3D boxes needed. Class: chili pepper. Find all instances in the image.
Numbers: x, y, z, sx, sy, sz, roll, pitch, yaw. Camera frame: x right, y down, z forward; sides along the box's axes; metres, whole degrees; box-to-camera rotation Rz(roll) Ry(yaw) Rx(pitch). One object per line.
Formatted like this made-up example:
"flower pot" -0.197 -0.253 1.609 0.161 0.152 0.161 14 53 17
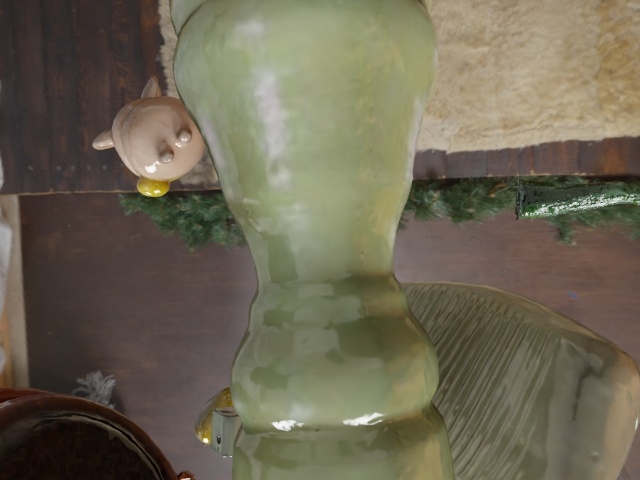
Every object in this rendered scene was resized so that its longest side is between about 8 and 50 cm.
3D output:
"chili pepper" 0.484 -0.078 0.920 0.227 0.059 0.088 1 69 19

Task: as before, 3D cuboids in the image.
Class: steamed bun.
"steamed bun" 0.226 0.193 0.642 0.236 0.384 0.246 25 82 -25

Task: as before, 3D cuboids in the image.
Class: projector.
"projector" -0.183 0.402 1.053 0.083 0.083 0.082 -5 80 54

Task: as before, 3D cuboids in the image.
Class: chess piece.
"chess piece" 0.000 0.000 0.405 0.234 0.234 0.441 -5 84 11

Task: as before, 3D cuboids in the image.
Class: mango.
"mango" -0.258 0.436 1.247 0.076 0.103 0.161 33 98 -13

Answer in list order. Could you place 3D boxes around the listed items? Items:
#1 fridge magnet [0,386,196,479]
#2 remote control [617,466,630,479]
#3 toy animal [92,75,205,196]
"fridge magnet" -0.269 0.299 0.485 0.155 0.363 0.363 -42 85 16
"remote control" 0.643 0.559 1.096 0.103 0.034 0.250 -2 55 -11
"toy animal" -0.272 -0.169 0.834 0.165 0.248 0.149 -43 127 -15
